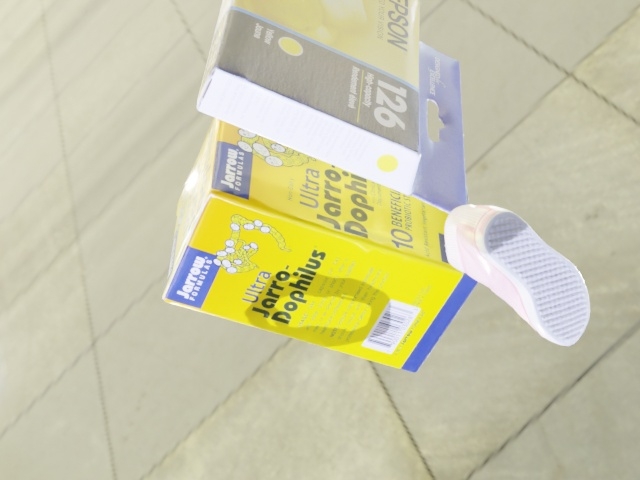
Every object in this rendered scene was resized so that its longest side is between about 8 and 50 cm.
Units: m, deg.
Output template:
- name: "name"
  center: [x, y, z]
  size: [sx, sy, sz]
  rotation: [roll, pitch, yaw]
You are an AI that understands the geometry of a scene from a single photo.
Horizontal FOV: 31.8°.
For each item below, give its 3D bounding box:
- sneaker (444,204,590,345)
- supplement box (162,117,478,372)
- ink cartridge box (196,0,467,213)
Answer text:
- name: "sneaker"
  center: [0.140, 0.021, 0.815]
  size: [0.051, 0.134, 0.070]
  rotation: [-51, 30, -12]
- name: "supplement box"
  center: [0.000, 0.000, 1.456]
  size: [0.194, 0.356, 0.195]
  rotation: [-90, 22, -49]
- name: "ink cartridge box"
  center: [0.036, -0.192, 1.216]
  size: [0.304, 0.307, 0.072]
  rotation: [-85, 20, -47]
